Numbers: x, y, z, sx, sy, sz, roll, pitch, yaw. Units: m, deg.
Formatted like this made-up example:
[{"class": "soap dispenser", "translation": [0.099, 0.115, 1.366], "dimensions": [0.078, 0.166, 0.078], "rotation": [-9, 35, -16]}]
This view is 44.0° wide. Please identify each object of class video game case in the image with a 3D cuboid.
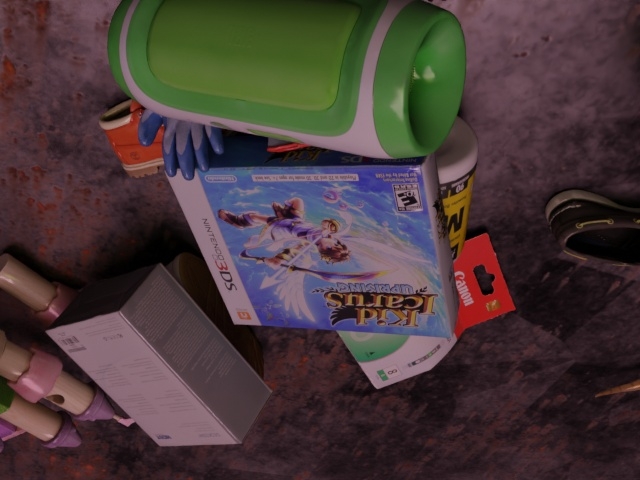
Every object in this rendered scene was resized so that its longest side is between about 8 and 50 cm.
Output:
[{"class": "video game case", "translation": [0.000, 0.000, 0.846], "dimensions": [0.269, 0.061, 0.244], "rotation": [1, 135, 20]}]

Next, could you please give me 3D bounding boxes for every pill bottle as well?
[{"class": "pill bottle", "translation": [0.110, -0.035, 0.900], "dimensions": [0.119, 0.119, 0.208], "rotation": [0, 136, 2]}]

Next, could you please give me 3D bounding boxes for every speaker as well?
[{"class": "speaker", "translation": [-0.036, -0.149, 0.664], "dimensions": [0.296, 0.131, 0.131], "rotation": [15, 143, 30]}]

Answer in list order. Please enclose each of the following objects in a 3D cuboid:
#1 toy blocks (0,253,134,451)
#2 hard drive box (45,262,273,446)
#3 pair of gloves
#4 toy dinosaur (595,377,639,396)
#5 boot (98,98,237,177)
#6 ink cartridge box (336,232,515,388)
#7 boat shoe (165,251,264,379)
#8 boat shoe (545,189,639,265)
[{"class": "toy blocks", "translation": [-0.433, 0.238, 1.057], "dimensions": [0.288, 0.309, 0.260], "rotation": [-25, 131, 25]}, {"class": "hard drive box", "translation": [-0.205, 0.155, 1.008], "dimensions": [0.181, 0.089, 0.232], "rotation": [-15, 120, 43]}, {"class": "pair of gloves", "translation": [-0.090, -0.145, 0.777], "dimensions": [0.198, 0.159, 0.023], "rotation": [-12, 162, 12]}, {"class": "toy dinosaur", "translation": [0.523, 0.189, 1.170], "dimensions": [0.112, 0.064, 0.211], "rotation": [40, 116, -11]}, {"class": "boot", "translation": [-0.164, -0.126, 0.861], "dimensions": [0.158, 0.059, 0.085], "rotation": [-15, 128, 17]}, {"class": "ink cartridge box", "translation": [0.143, 0.101, 1.054], "dimensions": [0.224, 0.056, 0.181], "rotation": [-21, 136, 11]}, {"class": "boat shoe", "translation": [-0.164, 0.126, 1.085], "dimensions": [0.096, 0.098, 0.277], "rotation": [-11, 135, 12]}, {"class": "boat shoe", "translation": [0.385, 0.001, 0.963], "dimensions": [0.227, 0.069, 0.081], "rotation": [10, 135, -9]}]
